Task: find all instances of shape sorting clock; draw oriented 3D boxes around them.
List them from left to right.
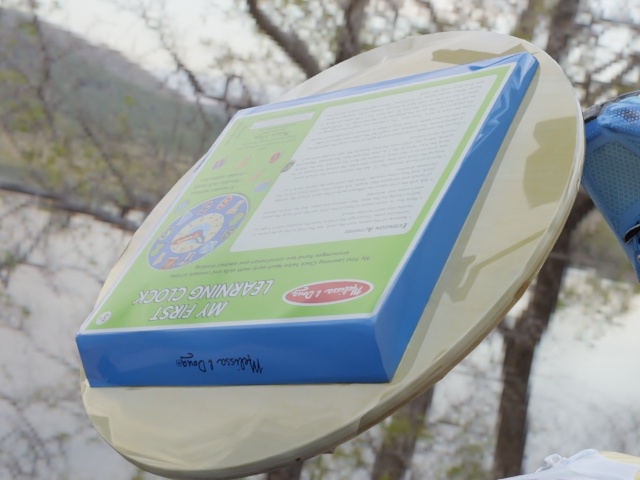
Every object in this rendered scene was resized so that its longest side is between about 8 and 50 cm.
[{"bbox_3d":[0.000,0.000,0.494,0.206,0.206,0.040,10,-38,52],"label":"shape sorting clock"}]

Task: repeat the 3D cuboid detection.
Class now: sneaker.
[{"bbox_3d":[0.148,0.015,0.506,0.063,0.162,0.073,-37,6,40],"label":"sneaker"}]

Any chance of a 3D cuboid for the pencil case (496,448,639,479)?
[{"bbox_3d":[0.065,0.158,0.613,0.273,0.124,0.113,2,-21,-39],"label":"pencil case"}]
